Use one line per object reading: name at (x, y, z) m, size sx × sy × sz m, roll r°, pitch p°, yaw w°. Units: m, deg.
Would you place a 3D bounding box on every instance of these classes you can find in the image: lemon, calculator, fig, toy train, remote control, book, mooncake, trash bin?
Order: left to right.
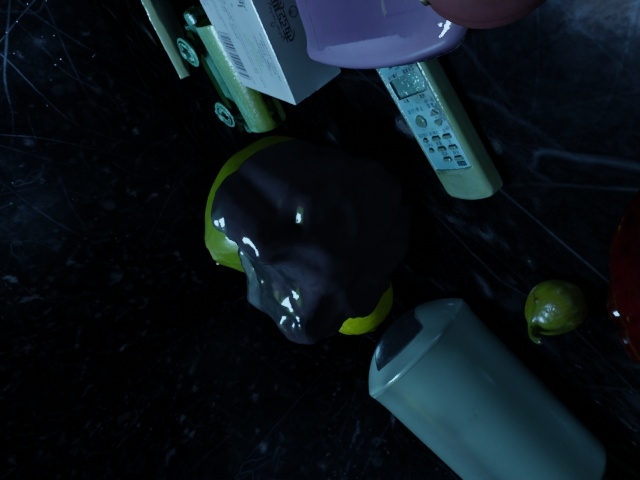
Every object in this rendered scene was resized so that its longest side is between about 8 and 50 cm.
book at (-0.362, -0.536, 1.021) m, size 0.201 × 0.026 × 0.289 m, roll 72°, pitch -179°, yaw -53°
toy train at (-0.196, -0.362, 0.981) m, size 0.189 × 0.126 × 0.307 m, roll 37°, pitch 160°, yaw 47°
fig at (-0.120, -0.071, 1.065) m, size 0.343 × 0.343 × 0.343 m, roll 47°, pitch 166°, yaw 15°
mooncake at (0.000, 0.000, 0.838) m, size 0.212 × 0.351 × 0.381 m, roll 37°, pitch 162°, yaw 47°
lemon at (0.073, 0.123, 1.199) m, size 0.288 × 0.234 × 0.233 m, roll 53°, pitch 166°, yaw -3°
calculator at (0.048, -0.290, 0.498) m, size 0.294 × 0.043 × 0.194 m, roll 22°, pitch 138°, yaw 51°
remote control at (0.158, -0.155, 0.591) m, size 0.233 × 0.038 × 0.098 m, roll 55°, pitch 165°, yaw -17°
trash bin at (0.306, 0.324, 0.902) m, size 0.432 × 0.280 × 0.280 m, roll 44°, pitch 165°, yaw 12°
fig at (0.322, 0.102, 0.622) m, size 0.082 × 0.098 × 0.084 m, roll 53°, pitch 178°, yaw -18°

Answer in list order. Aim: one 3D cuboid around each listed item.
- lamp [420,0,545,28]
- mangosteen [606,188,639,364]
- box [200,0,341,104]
lamp at (0.111, -0.238, 0.290) m, size 0.182 × 0.140 × 0.181 m, roll 40°, pitch -141°, yaw -42°
mangosteen at (0.320, 0.024, 0.258) m, size 0.258 × 0.215 × 0.215 m, roll -20°, pitch 113°, yaw 39°
box at (-0.099, -0.366, 0.696) m, size 0.194 × 0.111 × 0.260 m, roll 36°, pitch 158°, yaw 44°
